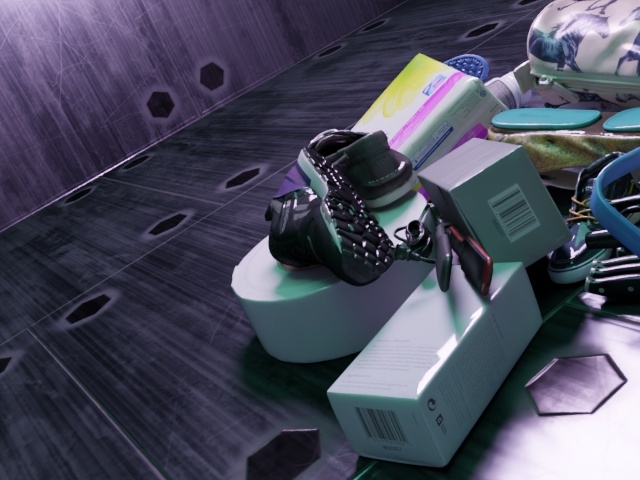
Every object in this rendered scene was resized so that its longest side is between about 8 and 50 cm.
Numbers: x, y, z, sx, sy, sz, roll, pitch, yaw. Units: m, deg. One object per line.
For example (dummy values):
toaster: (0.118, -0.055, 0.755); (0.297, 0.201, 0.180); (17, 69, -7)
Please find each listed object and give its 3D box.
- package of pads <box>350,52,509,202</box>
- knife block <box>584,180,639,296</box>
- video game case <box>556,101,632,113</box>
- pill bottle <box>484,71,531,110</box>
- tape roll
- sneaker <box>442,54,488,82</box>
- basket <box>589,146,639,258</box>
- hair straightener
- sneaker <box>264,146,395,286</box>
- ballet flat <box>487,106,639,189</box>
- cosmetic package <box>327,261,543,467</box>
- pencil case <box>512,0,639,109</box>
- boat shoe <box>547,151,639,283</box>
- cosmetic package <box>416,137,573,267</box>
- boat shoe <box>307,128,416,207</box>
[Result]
package of pads: (0.159, -0.181, 1.375); (0.229, 0.101, 0.296); (-48, 20, 8)
knife block: (0.395, 0.004, 0.790); (0.242, 0.088, 0.276); (-28, 22, -4)
video game case: (0.513, -0.288, 1.381); (0.244, 0.061, 0.269); (-18, 22, 21)
pill bottle: (0.306, -0.244, 1.484); (0.137, 0.078, 0.078); (-32, 22, -15)
tape roll: (0.026, 0.039, 1.104); (0.286, 0.100, 0.286); (-22, 22, 9)
sneaker: (0.234, -0.278, 1.574); (0.232, 0.081, 0.090); (-32, -8, 38)
basket: (0.375, 0.000, 0.586); (0.254, 0.201, 0.289); (-29, 62, -10)
hair straightener: (0.121, -0.001, 0.899); (0.089, 0.047, 0.230); (4, 21, -3)
sneaker: (0.000, 0.000, 0.995); (0.124, 0.107, 0.283); (-50, 24, 14)
ballet flat: (0.375, -0.118, 1.066); (0.348, 0.123, 0.123); (5, 37, 48)
cosmetic package: (0.122, 0.117, 0.838); (0.117, 0.085, 0.231); (-4, 27, 44)
pencil case: (0.471, -0.240, 1.105); (0.183, 0.160, 0.410); (-51, 37, -16)
boat shoe: (0.312, -0.029, 0.964); (0.065, 0.083, 0.183); (1, 33, 49)
cosmetic package: (0.203, -0.046, 1.003); (0.107, 0.127, 0.238); (-32, 7, 1)
boat shoe: (0.040, -0.129, 1.214); (0.112, 0.095, 0.335); (-31, 19, -10)
